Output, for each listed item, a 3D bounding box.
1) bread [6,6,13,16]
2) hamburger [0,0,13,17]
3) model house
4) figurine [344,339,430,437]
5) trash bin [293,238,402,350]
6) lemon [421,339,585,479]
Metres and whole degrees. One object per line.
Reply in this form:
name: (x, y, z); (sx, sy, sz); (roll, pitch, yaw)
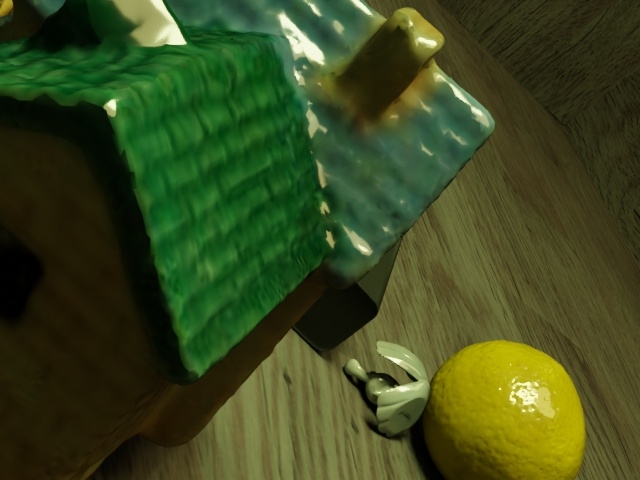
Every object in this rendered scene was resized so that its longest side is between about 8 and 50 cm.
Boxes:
bread: (-0.200, -0.104, 0.956); (0.105, 0.076, 0.233); (-23, 101, -37)
hamburger: (-0.288, -0.247, 1.044); (0.124, 0.131, 0.262); (41, 26, -16)
model house: (-0.123, -0.053, 0.688); (0.334, 0.342, 0.382); (43, 27, -1)
figurine: (0.078, 0.158, 1.210); (0.086, 0.082, 0.094); (46, 3, 41)
trash bin: (0.000, 0.000, 1.254); (0.165, 0.115, 0.225); (46, 25, -14)
lemon: (0.201, 0.206, 1.221); (0.178, 0.178, 0.203); (32, 40, -40)
